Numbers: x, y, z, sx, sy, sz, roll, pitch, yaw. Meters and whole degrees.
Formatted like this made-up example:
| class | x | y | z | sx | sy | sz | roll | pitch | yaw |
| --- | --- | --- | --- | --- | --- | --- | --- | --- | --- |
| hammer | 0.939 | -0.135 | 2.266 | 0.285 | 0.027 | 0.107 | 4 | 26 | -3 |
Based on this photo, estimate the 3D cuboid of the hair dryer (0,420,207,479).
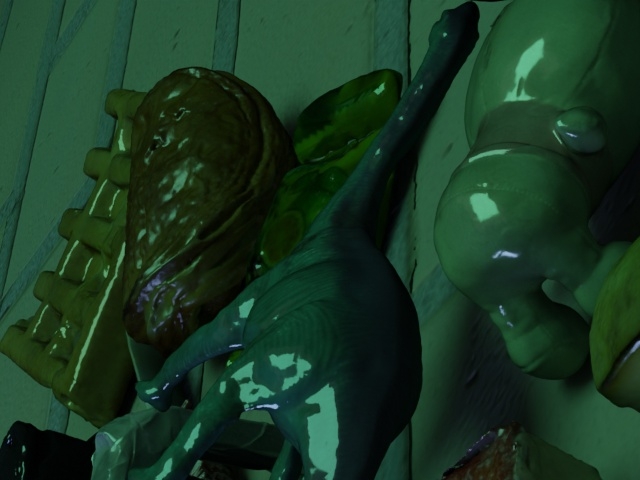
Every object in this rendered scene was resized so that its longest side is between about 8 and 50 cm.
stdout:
| class | x | y | z | sx | sy | sz | roll | pitch | yaw |
| --- | --- | --- | --- | --- | --- | --- | --- | --- | --- |
| hair dryer | -0.151 | 0.271 | 1.231 | 0.089 | 0.197 | 0.251 | -19 | 55 | 64 |

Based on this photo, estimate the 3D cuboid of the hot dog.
| class | x | y | z | sx | sy | sz | roll | pitch | yaw |
| --- | --- | --- | --- | --- | --- | --- | --- | --- | --- |
| hot dog | -0.104 | -0.020 | 1.533 | 0.196 | 0.122 | 0.272 | -54 | 28 | 33 |

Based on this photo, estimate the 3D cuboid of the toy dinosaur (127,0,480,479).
| class | x | y | z | sx | sy | sz | roll | pitch | yaw |
| --- | --- | --- | --- | --- | --- | --- | --- | --- | --- |
| toy dinosaur | 0.033 | 0.022 | 1.011 | 0.331 | 0.129 | 0.383 | -53 | 20 | 6 |

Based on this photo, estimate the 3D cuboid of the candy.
| class | x | y | z | sx | sy | sz | roll | pitch | yaw |
| --- | --- | --- | --- | --- | --- | --- | --- | --- | --- |
| candy | 0.000 | 0.000 | 1.327 | 0.149 | 0.069 | 0.246 | -21 | 44 | 56 |

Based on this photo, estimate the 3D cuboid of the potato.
| class | x | y | z | sx | sy | sz | roll | pitch | yaw |
| --- | --- | --- | --- | --- | --- | --- | --- | --- | --- |
| potato | 0.191 | 0.002 | 0.842 | 0.149 | 0.081 | 0.120 | -44 | 32 | 46 |

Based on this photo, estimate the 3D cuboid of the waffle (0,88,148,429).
| class | x | y | z | sx | sy | sz | roll | pitch | yaw |
| --- | --- | --- | --- | --- | --- | --- | --- | --- | --- |
| waffle | -0.204 | 0.002 | 1.811 | 0.348 | 0.077 | 0.304 | -67 | 22 | -3 |

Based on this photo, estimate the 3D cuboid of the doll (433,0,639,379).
| class | x | y | z | sx | sy | sz | roll | pitch | yaw |
| --- | --- | --- | --- | --- | --- | --- | --- | --- | --- |
| doll | 0.129 | -0.063 | 1.012 | 0.155 | 0.113 | 0.275 | 131 | 154 | -54 |

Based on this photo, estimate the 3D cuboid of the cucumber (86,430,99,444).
| class | x | y | z | sx | sy | sz | roll | pitch | yaw |
| --- | --- | --- | --- | --- | --- | --- | --- | --- | --- |
| cucumber | -0.231 | 0.238 | 1.656 | 0.284 | 0.056 | 0.056 | -47 | 28 | 52 |

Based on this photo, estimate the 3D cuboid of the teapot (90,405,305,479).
| class | x | y | z | sx | sy | sz | roll | pitch | yaw |
| --- | --- | --- | --- | --- | --- | --- | --- | --- | --- |
| teapot | -0.072 | 0.213 | 1.116 | 0.221 | 0.178 | 0.163 | -67 | 21 | -5 |

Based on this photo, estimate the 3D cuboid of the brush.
| class | x | y | z | sx | sy | sz | roll | pitch | yaw |
| --- | --- | --- | --- | --- | --- | --- | --- | --- | --- |
| brush | -0.113 | 0.144 | 1.465 | 0.050 | 0.060 | 0.321 | -49 | 24 | 9 |

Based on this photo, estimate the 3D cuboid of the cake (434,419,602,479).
| class | x | y | z | sx | sy | sz | roll | pitch | yaw |
| --- | --- | --- | --- | --- | --- | --- | --- | --- | --- |
| cake | 0.067 | 0.203 | 0.918 | 0.220 | 0.086 | 0.117 | -50 | 24 | 35 |
